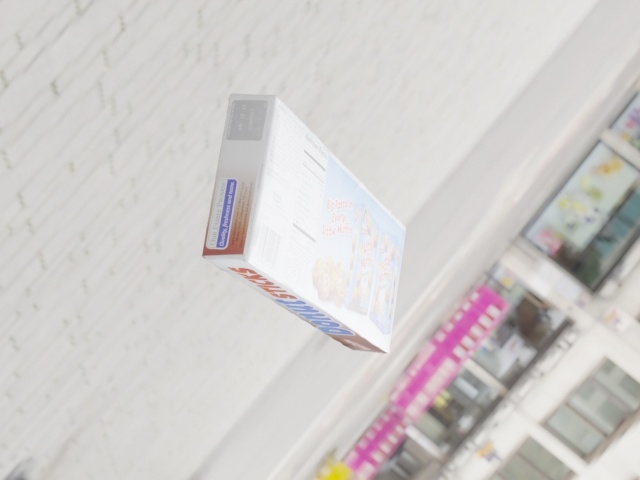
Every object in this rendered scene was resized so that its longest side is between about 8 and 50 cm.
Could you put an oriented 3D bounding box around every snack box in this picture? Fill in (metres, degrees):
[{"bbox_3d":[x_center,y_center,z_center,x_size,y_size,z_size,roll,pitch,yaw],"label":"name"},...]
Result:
[{"bbox_3d":[0.000,0.000,0.543,0.178,0.022,0.064,39,57,-65],"label":"snack box"}]
